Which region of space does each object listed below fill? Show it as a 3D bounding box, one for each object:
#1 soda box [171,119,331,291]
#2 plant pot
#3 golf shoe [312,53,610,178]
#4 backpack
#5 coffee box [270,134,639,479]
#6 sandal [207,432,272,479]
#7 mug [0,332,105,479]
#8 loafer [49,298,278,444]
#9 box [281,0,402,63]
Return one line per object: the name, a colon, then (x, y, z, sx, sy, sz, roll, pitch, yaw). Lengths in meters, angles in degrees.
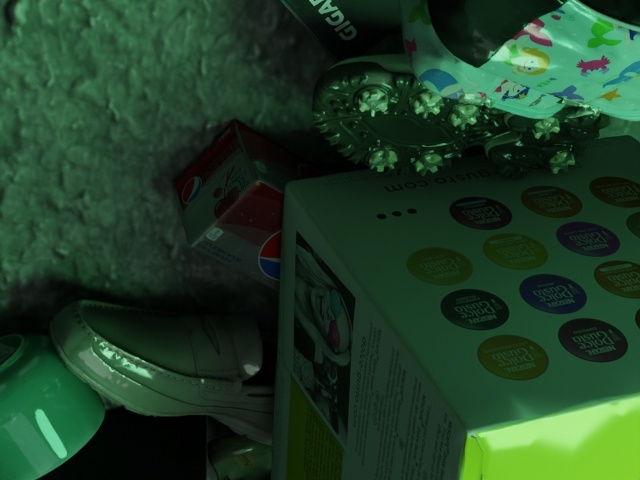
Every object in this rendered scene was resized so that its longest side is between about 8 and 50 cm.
soda box: (0.000, 0.000, 1.397, 0.263, 0.083, 0.092, 29, 117, -39)
plant pot: (-0.200, 0.276, 1.544, 0.166, 0.188, 0.187, 5, 133, -7)
golf shoe: (0.100, -0.120, 1.267, 0.272, 0.120, 0.105, 3, 144, -35)
backpack: (0.173, -0.193, 1.072, 0.253, 0.225, 0.191, 7, 152, -31)
coffee box: (0.175, 0.152, 1.308, 0.337, 0.334, 0.338, -10, 126, -21)
sandal: (-0.056, 0.247, 1.615, 0.090, 0.060, 0.219, -17, 155, 3)
mug: (-0.282, 0.148, 1.412, 0.157, 0.129, 0.097, -23, 112, 14)
loafer: (-0.102, 0.106, 1.456, 0.319, 0.112, 0.111, 20, 119, -43)
box: (0.053, -0.300, 1.131, 0.293, 0.073, 0.295, -33, 135, 12)
